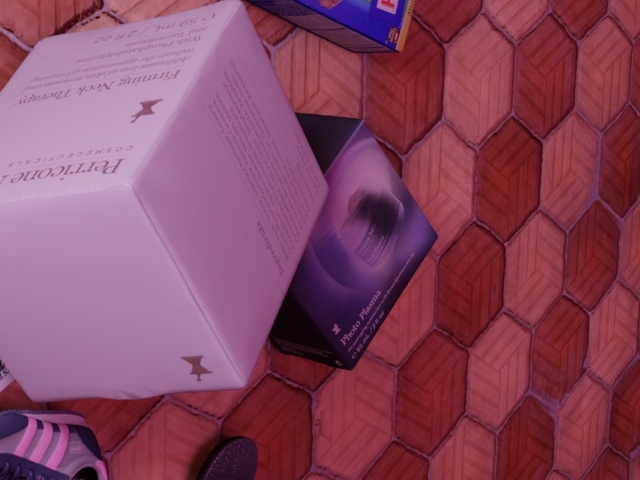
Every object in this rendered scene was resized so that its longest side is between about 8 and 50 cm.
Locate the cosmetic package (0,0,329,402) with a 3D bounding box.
[{"bbox_3d":[-0.233,-0.047,1.657,0.327,0.329,0.393,65,31,-34],"label":"cosmetic package"}]

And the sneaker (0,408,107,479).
[{"bbox_3d":[-0.388,0.301,1.728,0.112,0.131,0.319,-39,160,20],"label":"sneaker"}]

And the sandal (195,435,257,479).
[{"bbox_3d":[-0.186,0.426,2.103,0.097,0.054,0.254,28,87,-39],"label":"sandal"}]

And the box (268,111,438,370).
[{"bbox_3d":[0.000,0.000,2.109,0.296,0.183,0.294,-56,131,-23],"label":"box"}]

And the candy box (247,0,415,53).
[{"bbox_3d":[0.028,-0.470,2.081,0.317,0.122,0.268,16,86,-48],"label":"candy box"}]

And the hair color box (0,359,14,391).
[{"bbox_3d":[-0.501,0.051,1.639,0.174,0.105,0.347,-45,127,-31],"label":"hair color box"}]
